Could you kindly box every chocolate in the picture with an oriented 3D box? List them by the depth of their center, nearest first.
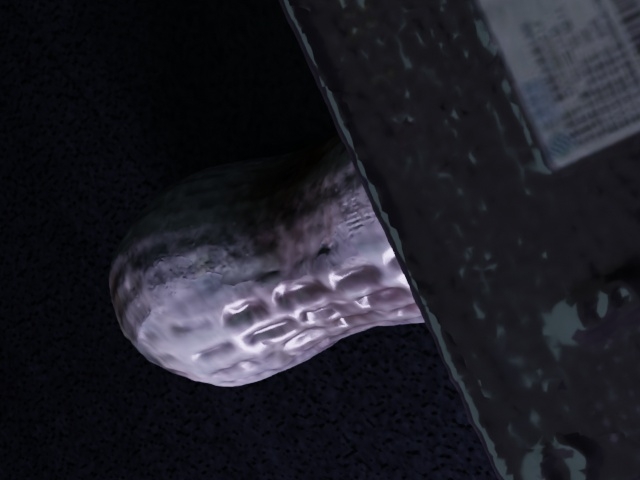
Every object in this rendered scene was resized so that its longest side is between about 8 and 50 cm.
[{"bbox_3d":[0.000,0.000,0.873,0.248,0.110,0.110,-23,89,33],"label":"chocolate"}]

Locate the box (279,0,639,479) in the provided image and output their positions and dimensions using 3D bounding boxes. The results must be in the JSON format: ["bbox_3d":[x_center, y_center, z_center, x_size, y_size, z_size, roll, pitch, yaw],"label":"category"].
[{"bbox_3d":[0.102,-0.088,0.745,0.211,0.058,0.350,-25,88,9],"label":"box"}]
